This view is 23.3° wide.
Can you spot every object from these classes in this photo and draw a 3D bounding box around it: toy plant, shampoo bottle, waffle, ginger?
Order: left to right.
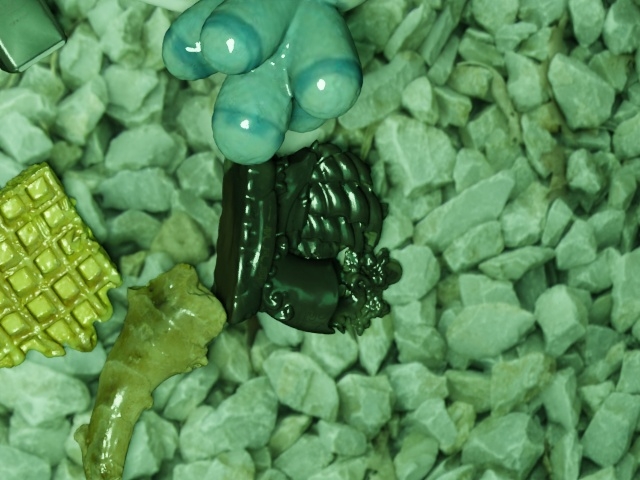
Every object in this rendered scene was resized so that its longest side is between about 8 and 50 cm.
[{"bbox_3d":[-0.383,-0.308,1.733,0.080,0.079,0.246,-35,108,-13],"label":"shampoo bottle"},{"bbox_3d":[-0.351,0.058,1.808,0.229,0.057,0.219,-37,108,-11],"label":"waffle"},{"bbox_3d":[-0.208,0.166,1.854,0.131,0.086,0.295,23,90,12],"label":"ginger"},{"bbox_3d":[-0.047,-0.245,1.769,0.247,0.247,0.332,23,82,-22],"label":"toy plant"}]

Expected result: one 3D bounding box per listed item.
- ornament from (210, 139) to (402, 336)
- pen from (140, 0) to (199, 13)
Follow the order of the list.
[{"bbox_3d":[0.000,0.000,1.918,0.260,0.106,0.251,2,99,-26],"label":"ornament"},{"bbox_3d":[-0.188,-0.289,1.834,0.269,0.033,0.033,14,92,-22],"label":"pen"}]
